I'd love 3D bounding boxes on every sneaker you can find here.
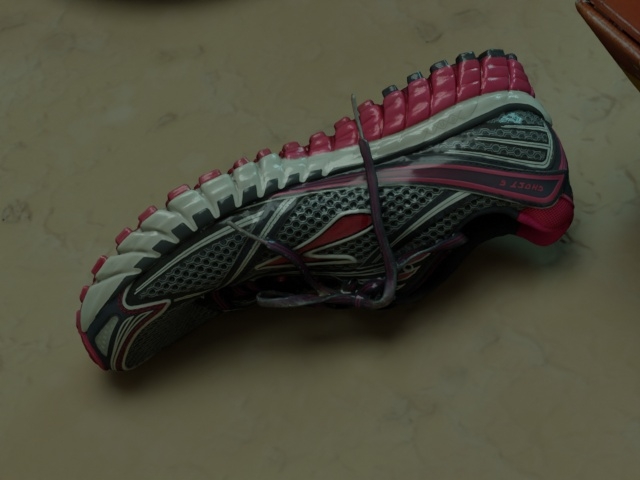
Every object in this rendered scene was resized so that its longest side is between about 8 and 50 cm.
[{"bbox_3d":[0.000,0.000,1.082,0.299,0.121,0.112,-26,78,3],"label":"sneaker"}]

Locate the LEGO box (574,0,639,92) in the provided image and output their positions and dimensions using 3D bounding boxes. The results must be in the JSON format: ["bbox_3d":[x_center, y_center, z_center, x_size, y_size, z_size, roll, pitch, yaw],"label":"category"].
[{"bbox_3d":[0.427,-0.075,0.888,0.372,0.193,0.500,-45,49,5],"label":"LEGO box"}]
